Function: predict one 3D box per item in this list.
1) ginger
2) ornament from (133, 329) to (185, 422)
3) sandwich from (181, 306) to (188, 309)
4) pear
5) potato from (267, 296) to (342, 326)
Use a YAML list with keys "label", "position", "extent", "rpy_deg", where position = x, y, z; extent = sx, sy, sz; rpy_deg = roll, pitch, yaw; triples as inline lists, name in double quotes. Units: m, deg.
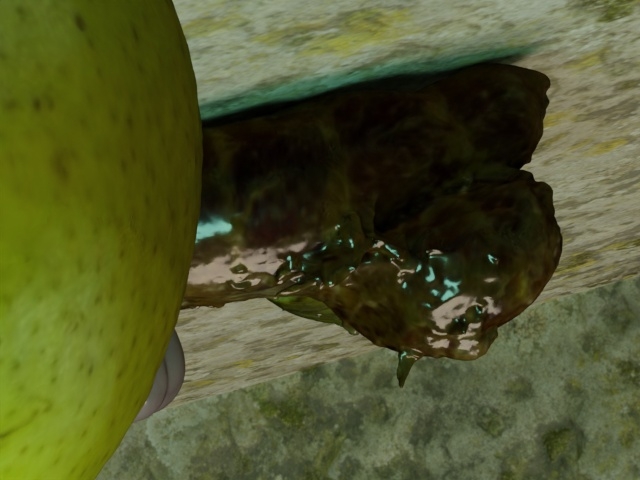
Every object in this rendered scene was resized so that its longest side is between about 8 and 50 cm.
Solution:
- label: "ginger"
  position: [0.000, 0.000, 1.410]
  extent: [0.418, 0.254, 0.176]
  rpy_deg: [-8, 166, -6]
- label: "ornament"
  position: [-0.245, 0.131, 1.983]
  extent: [0.177, 0.177, 0.177]
  rpy_deg: [-15, 169, -3]
- label: "sandwich"
  position: [-0.132, 0.001, 1.548]
  extent: [0.186, 0.108, 0.220]
  rpy_deg: [-8, 169, -38]
- label: "pear"
  position: [-0.241, -0.011, 0.667]
  extent: [0.418, 0.362, 0.362]
  rpy_deg: [-14, 172, -41]
- label: "potato"
  position: [0.012, -0.005, 1.657]
  extent: [0.176, 0.141, 0.298]
  rpy_deg: [-27, 163, -6]
